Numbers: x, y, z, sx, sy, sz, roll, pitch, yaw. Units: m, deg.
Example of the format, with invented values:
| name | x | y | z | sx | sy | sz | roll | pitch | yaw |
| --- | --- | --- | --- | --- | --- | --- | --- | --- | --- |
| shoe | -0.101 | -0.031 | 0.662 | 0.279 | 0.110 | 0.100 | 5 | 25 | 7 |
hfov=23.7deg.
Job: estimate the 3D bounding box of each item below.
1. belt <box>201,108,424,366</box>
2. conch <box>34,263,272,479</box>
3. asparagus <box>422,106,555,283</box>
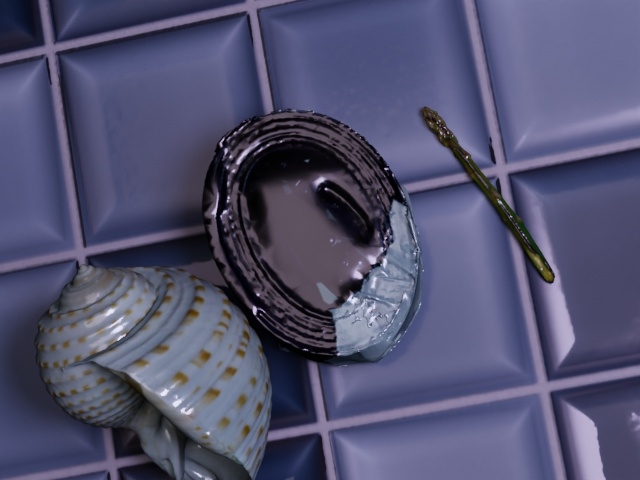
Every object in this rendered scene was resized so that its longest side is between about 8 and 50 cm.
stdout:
| name | x | y | z | sx | sy | sz | roll | pitch | yaw |
| --- | --- | --- | --- | --- | --- | --- | --- | --- | --- |
| belt | 0.000 | 0.000 | 1.128 | 0.151 | 0.078 | 0.198 | -27 | 78 | 0 |
| conch | -0.107 | 0.090 | 1.103 | 0.172 | 0.200 | 0.131 | -4 | 53 | 43 |
| asparagus | 0.127 | -0.036 | 1.147 | 0.016 | 0.013 | 0.166 | -33 | 79 | -8 |
